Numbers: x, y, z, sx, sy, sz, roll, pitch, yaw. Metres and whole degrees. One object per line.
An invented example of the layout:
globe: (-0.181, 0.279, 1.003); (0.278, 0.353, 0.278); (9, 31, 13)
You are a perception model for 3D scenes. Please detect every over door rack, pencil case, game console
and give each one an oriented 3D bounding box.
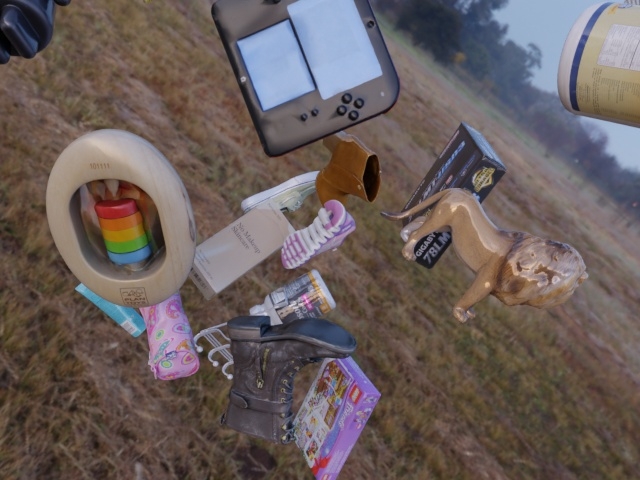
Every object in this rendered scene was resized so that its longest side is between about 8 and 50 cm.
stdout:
over door rack: (-0.199, 0.309, 2.028); (0.108, 0.324, 0.239); (62, 0, 39)
pencil case: (-0.395, 0.224, 1.667); (0.124, 0.124, 0.284); (29, 24, -42)
game console: (-0.031, -0.420, 1.466); (0.060, 0.342, 0.386); (8, 61, -86)

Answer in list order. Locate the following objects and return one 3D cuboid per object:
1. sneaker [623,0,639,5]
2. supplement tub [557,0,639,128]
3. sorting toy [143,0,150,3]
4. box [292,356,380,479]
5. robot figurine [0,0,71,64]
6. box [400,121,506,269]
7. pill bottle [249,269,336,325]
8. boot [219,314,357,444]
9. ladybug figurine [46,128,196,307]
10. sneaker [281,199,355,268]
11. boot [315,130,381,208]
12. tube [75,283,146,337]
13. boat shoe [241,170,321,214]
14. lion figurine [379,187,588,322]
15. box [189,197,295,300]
sneaker: (0.765, -0.480, 1.479); (0.150, 0.366, 0.135); (15, 27, -16)
supplement tub: (0.647, -0.324, 1.243); (0.316, 0.228, 0.228); (25, 1, 38)
sorting toy: (-0.244, -0.524, 1.069); (0.046, 0.274, 0.132); (35, 41, 26)
box: (0.032, 0.466, 1.747); (0.057, 0.293, 0.201); (15, 19, -33)
robot figurine: (-0.629, -0.494, 1.325); (0.209, 0.173, 0.278); (11, 55, -29)
box: (0.307, -0.116, 1.575); (0.073, 0.295, 0.293); (29, 23, -11)
pill bottle: (-0.099, 0.233, 2.305); (0.162, 0.278, 0.162); (60, -1, 1)
boot: (-0.061, 0.257, 1.170); (0.263, 0.229, 0.091); (4, 13, 21)
ladybug figurine: (-0.426, -0.048, 1.438); (0.305, 0.449, 0.162); (-2, 33, -4)
sneaker: (0.000, 0.000, 1.679); (0.104, 0.236, 0.095); (21, 36, -47)
boot: (0.079, -0.148, 1.765); (0.211, 0.104, 0.295); (48, -31, 42)
tube: (-0.561, 0.177, 1.772); (0.207, 0.080, 0.052); (48, -2, -18)
boat shoe: (-0.111, -0.137, 2.159); (0.109, 0.302, 0.094); (88, -22, -81)
lion figurine: (0.310, 0.004, 1.292); (0.392, 0.240, 0.142); (50, 19, 22)
box: (-0.237, 0.023, 1.905); (0.148, 0.311, 0.121); (52, -27, -1)
